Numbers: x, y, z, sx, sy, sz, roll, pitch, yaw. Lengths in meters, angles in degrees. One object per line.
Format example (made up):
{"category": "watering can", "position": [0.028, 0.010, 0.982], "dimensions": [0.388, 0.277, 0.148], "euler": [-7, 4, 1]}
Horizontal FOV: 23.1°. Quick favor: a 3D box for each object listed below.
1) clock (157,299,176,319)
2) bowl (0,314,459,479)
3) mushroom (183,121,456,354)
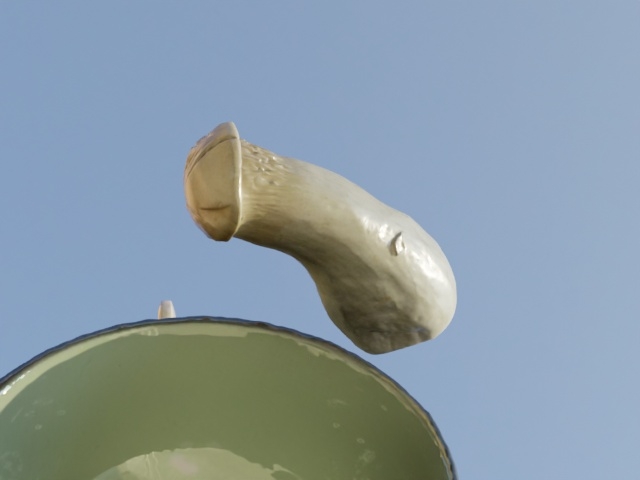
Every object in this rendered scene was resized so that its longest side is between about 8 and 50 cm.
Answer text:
{"category": "clock", "position": [-0.158, 0.171, 1.479], "dimensions": [0.063, 0.155, 0.229], "euler": [1, -96, -8]}
{"category": "bowl", "position": [-0.086, 0.230, 1.099], "dimensions": [0.354, 0.354, 0.185], "euler": [14, -55, 11]}
{"category": "mushroom", "position": [0.003, -0.002, 1.011], "dimensions": [0.092, 0.081, 0.223], "euler": [-18, -37, 37]}
